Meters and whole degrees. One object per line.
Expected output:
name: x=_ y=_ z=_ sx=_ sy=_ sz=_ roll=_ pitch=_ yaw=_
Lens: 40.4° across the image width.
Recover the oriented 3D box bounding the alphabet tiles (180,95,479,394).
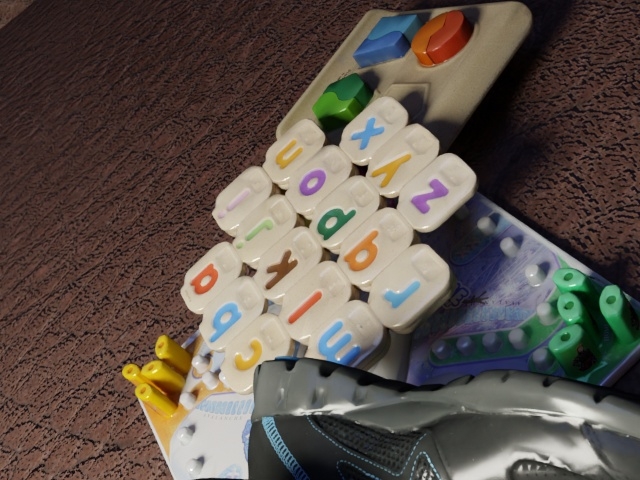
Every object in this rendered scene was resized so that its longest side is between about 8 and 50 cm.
alphabet tiles: x=0.000 y=0.000 z=0.787 sx=0.278 sy=0.021 sz=0.284 roll=-42 pitch=44 yaw=4

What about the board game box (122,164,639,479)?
board game box: x=0.017 y=0.101 z=0.763 sx=0.390 sy=0.050 sz=0.390 roll=-44 pitch=37 yaw=0

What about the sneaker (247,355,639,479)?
sneaker: x=0.089 y=0.152 z=0.539 sx=0.340 sy=0.125 sz=0.140 roll=-6 pitch=68 yaw=43

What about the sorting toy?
sorting toy: x=0.049 y=-0.133 z=0.883 sx=0.229 sy=0.041 sz=0.307 roll=17 pitch=65 yaw=49

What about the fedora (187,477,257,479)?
fedora: x=-0.059 y=0.308 z=0.470 sx=0.333 sy=0.152 sz=0.334 roll=-4 pitch=59 yaw=7
